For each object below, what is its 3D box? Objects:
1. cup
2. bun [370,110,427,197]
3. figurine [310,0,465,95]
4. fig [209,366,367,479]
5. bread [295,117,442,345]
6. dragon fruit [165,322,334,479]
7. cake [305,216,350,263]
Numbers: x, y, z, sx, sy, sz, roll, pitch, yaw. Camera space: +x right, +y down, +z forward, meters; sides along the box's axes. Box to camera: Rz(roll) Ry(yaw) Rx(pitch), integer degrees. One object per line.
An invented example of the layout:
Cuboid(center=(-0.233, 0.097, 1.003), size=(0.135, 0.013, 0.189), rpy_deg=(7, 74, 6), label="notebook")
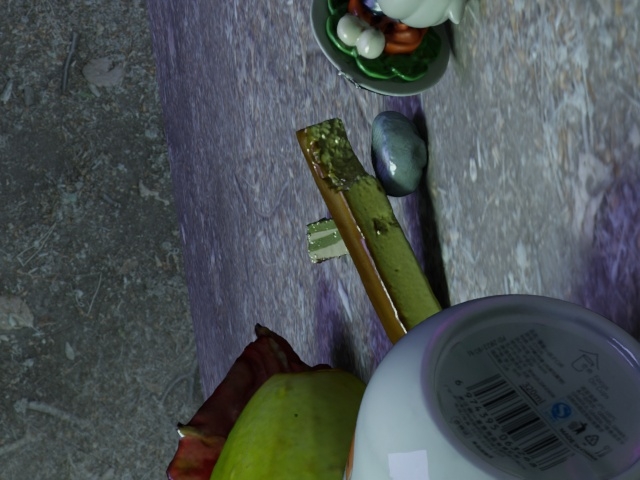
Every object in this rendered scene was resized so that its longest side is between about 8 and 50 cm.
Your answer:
Cuboid(center=(0.108, 0.194, 0.889), size=(0.317, 0.212, 0.212), rpy_deg=(98, 161, -45), label="cup")
Cuboid(center=(0.072, -0.081, 1.295), size=(0.083, 0.045, 0.083), rpy_deg=(177, 90, -78), label="bun")
Cuboid(center=(0.074, -0.204, 1.110), size=(0.154, 0.132, 0.132), rpy_deg=(129, 136, -53), label="figurine")
Cuboid(center=(0.003, 0.279, 1.343), size=(0.258, 0.258, 0.326), rpy_deg=(113, 159, -65), label="fig")
Cuboid(center=(0.046, -0.010, 1.288), size=(0.226, 0.049, 0.088), rpy_deg=(65, 171, -2), label="bread")
Cuboid(center=(-0.023, 0.242, 1.593), size=(0.286, 0.227, 0.329), rpy_deg=(95, -160, -52), label="dragon fruit")
Cuboid(center=(0.000, 0.000, 1.644), size=(0.140, 0.055, 0.051), rpy_deg=(172, 85, -79), label="cake")
